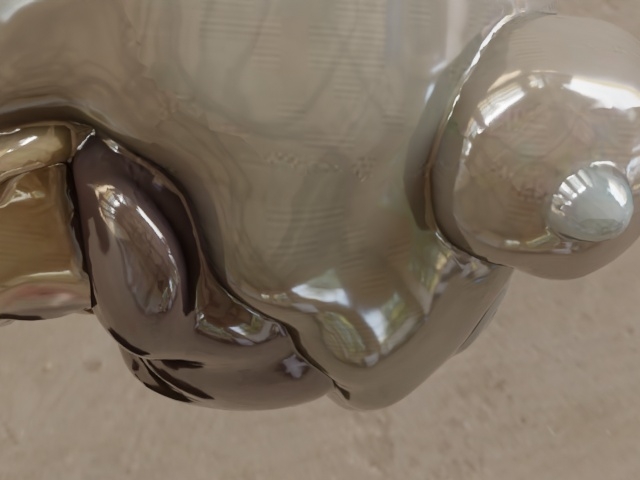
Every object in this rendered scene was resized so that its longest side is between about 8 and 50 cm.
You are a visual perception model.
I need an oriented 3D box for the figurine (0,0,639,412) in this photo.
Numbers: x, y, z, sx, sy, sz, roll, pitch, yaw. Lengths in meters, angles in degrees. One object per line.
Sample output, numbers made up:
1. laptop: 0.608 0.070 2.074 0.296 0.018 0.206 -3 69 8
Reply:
1. figurine: -0.094 -0.047 0.507 0.380 0.248 0.203 -1 99 -11
